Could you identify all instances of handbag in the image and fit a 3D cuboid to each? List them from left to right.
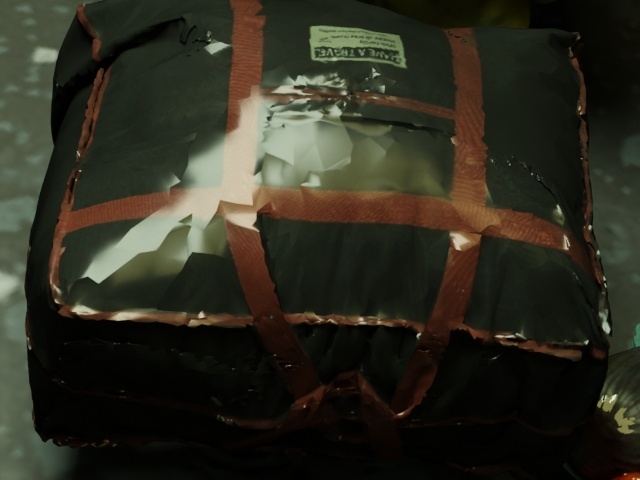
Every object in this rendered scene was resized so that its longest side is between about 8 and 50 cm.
[{"bbox_3d":[0.000,0.000,0.704,0.215,0.155,0.169,4,53,-7],"label":"handbag"}]

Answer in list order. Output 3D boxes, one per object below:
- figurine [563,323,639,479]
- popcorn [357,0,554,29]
[{"bbox_3d":[0.132,0.066,0.749,0.106,0.047,0.060,-29,81,-41],"label":"figurine"},{"bbox_3d":[0.027,-0.223,0.858,0.326,0.290,0.321,-29,15,0],"label":"popcorn"}]
